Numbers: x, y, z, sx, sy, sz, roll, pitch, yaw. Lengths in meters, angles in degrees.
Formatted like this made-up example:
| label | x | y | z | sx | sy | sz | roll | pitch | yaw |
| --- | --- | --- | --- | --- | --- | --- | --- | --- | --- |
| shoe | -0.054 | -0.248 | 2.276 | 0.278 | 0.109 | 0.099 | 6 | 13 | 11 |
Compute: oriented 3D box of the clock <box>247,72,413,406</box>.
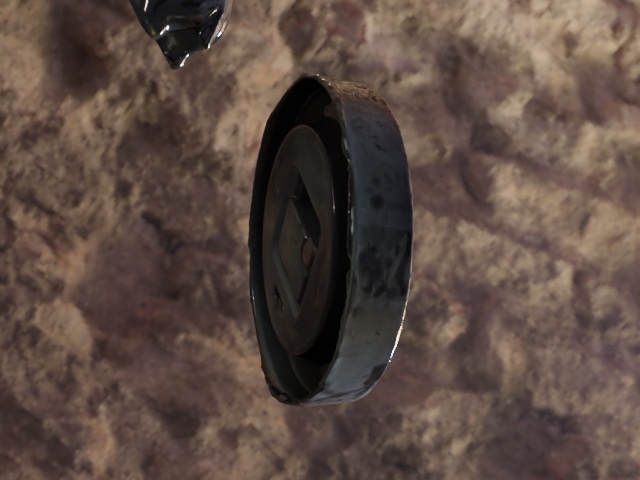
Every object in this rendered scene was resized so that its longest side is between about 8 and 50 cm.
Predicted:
| label | x | y | z | sx | sy | sz | roll | pitch | yaw |
| --- | --- | --- | --- | --- | --- | --- | --- | --- | --- |
| clock | 0.000 | 0.000 | 1.157 | 0.067 | 0.325 | 0.325 | 2 | -135 | -19 |

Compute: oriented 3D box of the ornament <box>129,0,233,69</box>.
| label | x | y | z | sx | sy | sz | roll | pitch | yaw |
| --- | --- | --- | --- | --- | --- | --- | --- | --- | --- |
| ornament | -0.047 | -0.255 | 0.844 | 0.202 | 0.236 | 0.080 | 63 | -176 | 25 |
